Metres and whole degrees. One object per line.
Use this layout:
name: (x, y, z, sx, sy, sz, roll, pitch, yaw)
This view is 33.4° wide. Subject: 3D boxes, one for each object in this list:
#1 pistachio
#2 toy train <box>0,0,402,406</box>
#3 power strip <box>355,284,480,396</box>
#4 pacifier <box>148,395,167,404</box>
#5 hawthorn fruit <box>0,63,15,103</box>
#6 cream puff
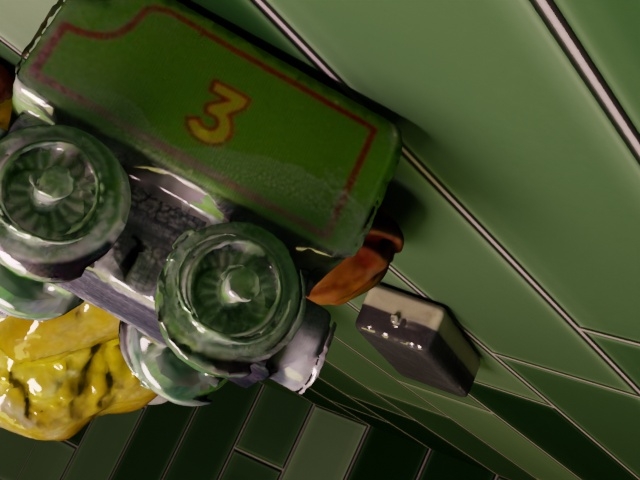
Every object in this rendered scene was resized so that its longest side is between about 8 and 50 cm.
pistachio: (0.000, 0.000, 0.978, 0.165, 0.130, 0.210, 14, 171, 32)
toy train: (-0.110, -0.034, 0.770, 0.307, 0.248, 0.173, 28, 155, -8)
power strip: (0.130, 0.132, 1.382, 0.105, 0.070, 0.256, 17, 166, 25)
pacifier: (-0.168, 0.112, 1.557, 0.221, 0.273, 0.332, 14, 176, -34)
hawthorn fruit: (-0.437, -0.162, 1.188, 0.165, 0.165, 0.285, 36, 179, -38)
cream puff: (-0.245, 0.035, 1.026, 0.378, 0.378, 0.275, 13, 147, 44)
